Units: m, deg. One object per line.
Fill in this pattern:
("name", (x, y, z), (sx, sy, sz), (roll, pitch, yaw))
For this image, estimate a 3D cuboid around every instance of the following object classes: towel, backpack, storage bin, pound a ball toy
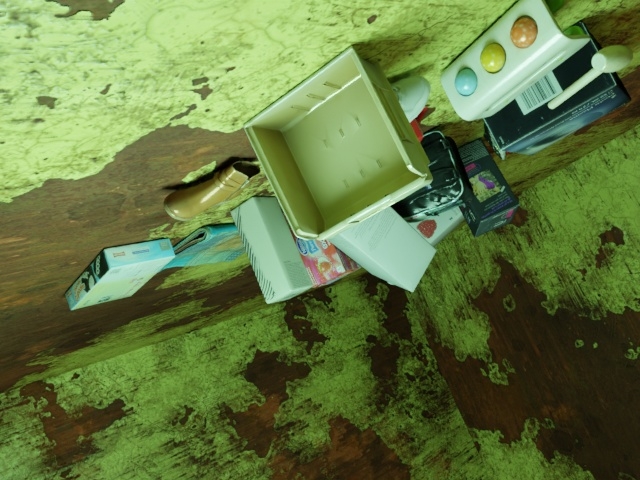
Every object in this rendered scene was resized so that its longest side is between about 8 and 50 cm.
("towel", (-0.306, 0.016, 1.834), (0.271, 0.040, 0.370), (-29, 168, 31))
("backpack", (0.291, -0.169, 1.711), (0.253, 0.225, 0.191), (-24, 165, 24))
("storage bin", (0.034, -0.166, 1.114), (0.262, 0.260, 0.123), (-29, 171, 27))
("pound a ball toy", (0.399, -0.340, 1.164), (0.135, 0.208, 0.319), (-16, 167, -35))

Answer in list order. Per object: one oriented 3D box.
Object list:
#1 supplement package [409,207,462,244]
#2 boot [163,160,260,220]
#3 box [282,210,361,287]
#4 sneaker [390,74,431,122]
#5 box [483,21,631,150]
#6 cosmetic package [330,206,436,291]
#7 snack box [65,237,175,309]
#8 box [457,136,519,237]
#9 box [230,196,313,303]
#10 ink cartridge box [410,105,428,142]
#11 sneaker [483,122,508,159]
("supplement package", (0.411, -0.077, 2.296), (0.293, 0.177, 0.175), (-44, 166, 9))
("boot", (-0.233, -0.116, 1.290), (0.152, 0.073, 0.197), (-30, 179, 37))
("box", (0.000, 0.000, 1.809), (0.128, 0.257, 0.122), (-29, 170, 27))
("sneaker", (0.116, -0.274, 1.219), (0.232, 0.090, 0.115), (-27, 165, 11))
("box", (0.594, -0.366, 1.517), (0.296, 0.183, 0.294), (-30, 168, 32))
("cosmetic package", (0.135, -0.018, 1.663), (0.365, 0.197, 0.155), (36, 81, -41))
("snack box", (-0.556, 0.096, 1.638), (0.187, 0.060, 0.322), (-12, 164, -45))
("box", (0.524, -0.174, 1.981), (0.143, 0.270, 0.165), (-23, 161, 0))
("box", (-0.132, 0.023, 1.601), (0.094, 0.275, 0.113), (-30, 167, 29))
("ink cartridge box", (0.166, -0.242, 1.485), (0.231, 0.078, 0.134), (-22, 169, -10))
("sneaker", (0.585, -0.334, 1.857), (0.118, 0.107, 0.279), (-35, 169, 9))
